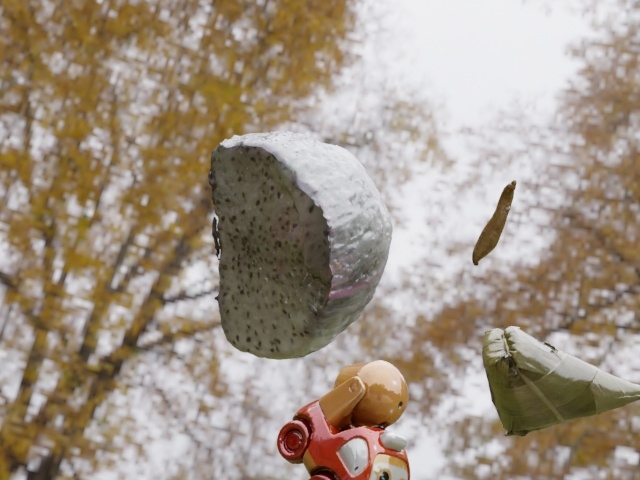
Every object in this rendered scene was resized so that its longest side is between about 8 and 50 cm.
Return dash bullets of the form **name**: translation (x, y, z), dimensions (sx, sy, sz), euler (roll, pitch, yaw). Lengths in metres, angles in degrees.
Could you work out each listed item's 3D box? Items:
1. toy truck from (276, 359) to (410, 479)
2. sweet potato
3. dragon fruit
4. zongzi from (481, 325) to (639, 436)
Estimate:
- **toy truck**: translation (0.074, 0.349, 2.445), dimensions (0.239, 0.265, 0.189), euler (-41, -35, 17)
- **sweet potato**: translation (0.212, -0.022, 1.716), dimensions (0.026, 0.115, 0.026), euler (23, 9, -4)
- **dragon fruit**: translation (0.000, 0.000, 1.784), dimensions (0.204, 0.283, 0.221), euler (10, 17, 35)
- **zongzi**: translation (0.275, 0.148, 1.604), dimensions (0.176, 0.078, 0.160), euler (-10, -37, 11)
